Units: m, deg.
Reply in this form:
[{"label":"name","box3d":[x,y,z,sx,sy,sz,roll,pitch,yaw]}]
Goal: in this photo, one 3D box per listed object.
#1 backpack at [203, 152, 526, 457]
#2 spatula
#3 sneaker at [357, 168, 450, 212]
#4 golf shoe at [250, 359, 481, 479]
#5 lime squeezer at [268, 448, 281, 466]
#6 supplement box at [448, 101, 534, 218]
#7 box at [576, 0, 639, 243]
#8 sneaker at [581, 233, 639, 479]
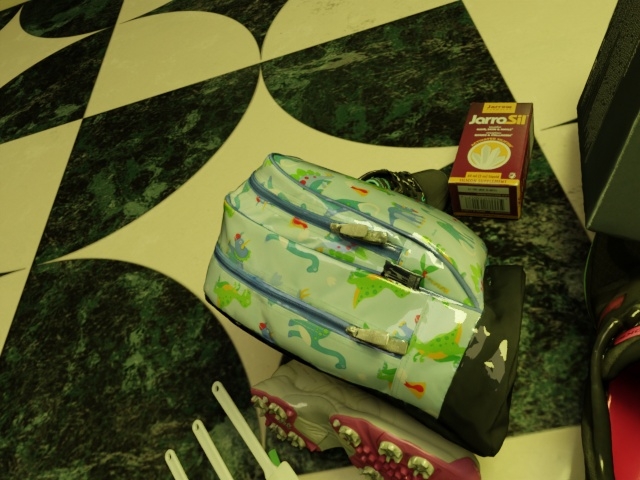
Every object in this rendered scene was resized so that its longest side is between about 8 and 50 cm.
[{"label":"backpack","box3d":[0.046,0.045,0.619,0.356,0.273,0.290,8,12,21]},{"label":"spatula","box3d":[-0.114,0.306,0.665,0.242,0.019,0.168,41,99,40]},{"label":"sneaker","box3d":[0.109,-0.057,0.818,0.267,0.106,0.101,-27,62,-30]},{"label":"golf shoe","box3d":[0.055,0.198,0.644,0.306,0.115,0.140,11,40,39]},{"label":"lime squeezer","box3d":[0.041,0.330,0.594,0.310,0.059,0.110,12,58,30]},{"label":"supplement box","box3d":[0.278,-0.132,0.870,0.104,0.080,0.188,6,54,25]},{"label":"box","box3d":[0.475,-0.152,0.601,0.294,0.211,0.395,17,36,14]},{"label":"sneaker","box3d":[0.365,0.116,0.548,0.185,0.202,0.482,3,53,22]}]
